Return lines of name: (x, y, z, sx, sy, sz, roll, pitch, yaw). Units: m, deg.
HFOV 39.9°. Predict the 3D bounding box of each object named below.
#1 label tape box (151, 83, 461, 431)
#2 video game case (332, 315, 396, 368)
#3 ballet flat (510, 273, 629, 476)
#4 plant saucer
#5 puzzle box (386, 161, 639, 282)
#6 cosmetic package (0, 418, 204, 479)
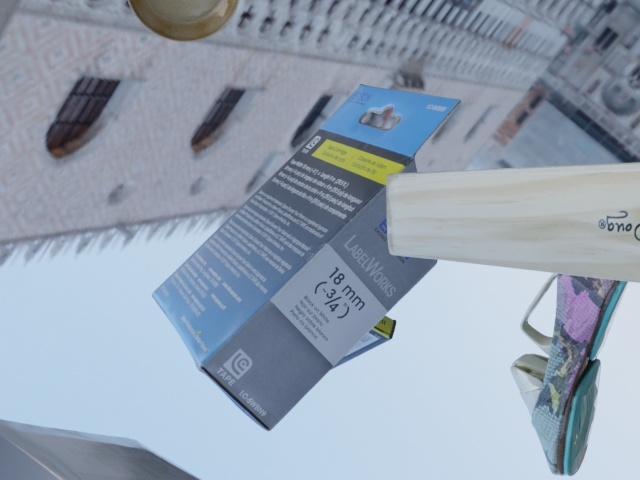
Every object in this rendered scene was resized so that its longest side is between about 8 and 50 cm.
label tape box: (0.000, 0.000, 0.893, 0.106, 0.333, 0.240, 48, 174, -24)
video game case: (-0.062, 0.116, 1.315, 0.248, 0.275, 0.035, 30, -124, -17)
ballet flat: (0.206, 0.095, 0.748, 0.079, 0.222, 0.077, 20, -150, 28)
plant saucer: (-0.101, -0.188, 0.649, 0.083, 0.083, 0.015, 27, -153, -26)
puzzle box: (0.245, -0.013, 0.401, 0.272, 0.052, 0.409, -4, -175, -24)
cosmetic package: (-0.052, 0.142, 0.353, 0.239, 0.060, 0.099, 15, 175, 43)
